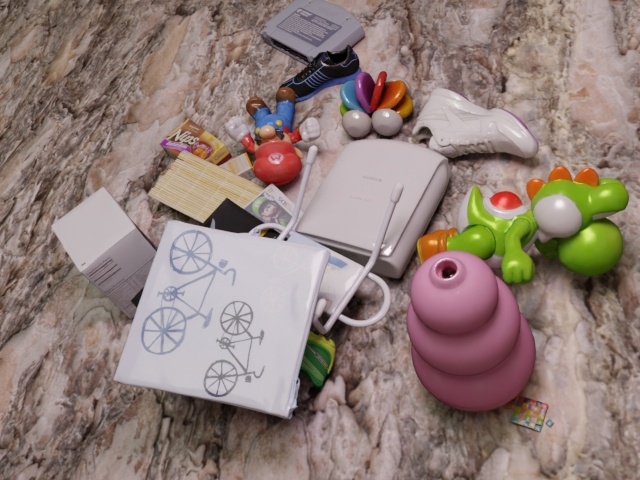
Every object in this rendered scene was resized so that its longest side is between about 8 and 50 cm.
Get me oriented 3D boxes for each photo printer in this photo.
[{"bbox_3d":[0.120,-0.086,1.470,0.255,0.107,0.308,16,62,32],"label":"photo printer"}]

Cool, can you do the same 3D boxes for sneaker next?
[{"bbox_3d":[-0.121,0.214,1.288,0.295,0.109,0.124,8,76,-1],"label":"sneaker"},{"bbox_3d":[0.332,-0.223,1.505,0.305,0.114,0.152,33,85,42],"label":"sneaker"},{"bbox_3d":[-0.011,-0.441,1.809,0.232,0.090,0.081,-20,49,7],"label":"sneaker"}]

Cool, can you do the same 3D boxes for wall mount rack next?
[{"bbox_3d":[0.000,0.000,1.329,0.350,0.130,0.304,27,73,26],"label":"wall mount rack"}]

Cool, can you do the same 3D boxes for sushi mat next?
[{"bbox_3d":[-0.258,-0.110,1.662,0.316,0.019,0.151,25,72,23],"label":"sushi mat"}]

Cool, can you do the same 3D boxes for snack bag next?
[{"bbox_3d":[-0.168,0.127,1.232,0.342,0.037,0.323,8,68,14],"label":"snack bag"}]

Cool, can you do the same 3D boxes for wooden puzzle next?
[{"bbox_3d":[0.348,0.288,1.151,0.083,0.006,0.049,12,60,30],"label":"wooden puzzle"}]

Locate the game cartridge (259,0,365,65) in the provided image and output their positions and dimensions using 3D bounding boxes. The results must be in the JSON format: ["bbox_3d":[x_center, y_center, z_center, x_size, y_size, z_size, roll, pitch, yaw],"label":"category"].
[{"bbox_3d":[-0.018,-0.595,1.958,0.196,0.060,0.294,-44,51,-9],"label":"game cartridge"}]

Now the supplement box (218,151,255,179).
[{"bbox_3d":[-0.214,-0.169,1.719,0.098,0.036,0.062,-27,50,1],"label":"supplement box"}]

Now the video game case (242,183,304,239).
[{"bbox_3d":[-0.126,-0.018,1.556,0.190,0.022,0.173,-41,61,-10],"label":"video game case"}]

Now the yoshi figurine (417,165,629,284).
[{"bbox_3d":[0.374,0.014,1.230,0.362,0.203,0.204,-20,48,24],"label":"yoshi figurine"}]

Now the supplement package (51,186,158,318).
[{"bbox_3d":[-0.461,0.028,1.562,0.149,0.203,0.194,-40,50,-10],"label":"supplement package"}]

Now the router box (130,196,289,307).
[{"bbox_3d":[-0.204,0.091,1.453,0.242,0.081,0.309,34,73,26],"label":"router box"}]

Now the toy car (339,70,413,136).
[{"bbox_3d":[0.125,-0.340,1.643,0.181,0.136,0.159,1,55,24],"label":"toy car"}]

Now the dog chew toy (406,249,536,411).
[{"bbox_3d":[0.230,0.136,1.102,0.206,0.332,0.207,-11,50,14],"label":"dog chew toy"}]

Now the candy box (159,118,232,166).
[{"bbox_3d":[-0.329,-0.239,1.813,0.109,0.053,0.186,-42,51,-12],"label":"candy box"}]

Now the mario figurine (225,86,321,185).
[{"bbox_3d":[-0.116,-0.273,1.666,0.198,0.170,0.321,-48,32,30],"label":"mario figurine"}]
